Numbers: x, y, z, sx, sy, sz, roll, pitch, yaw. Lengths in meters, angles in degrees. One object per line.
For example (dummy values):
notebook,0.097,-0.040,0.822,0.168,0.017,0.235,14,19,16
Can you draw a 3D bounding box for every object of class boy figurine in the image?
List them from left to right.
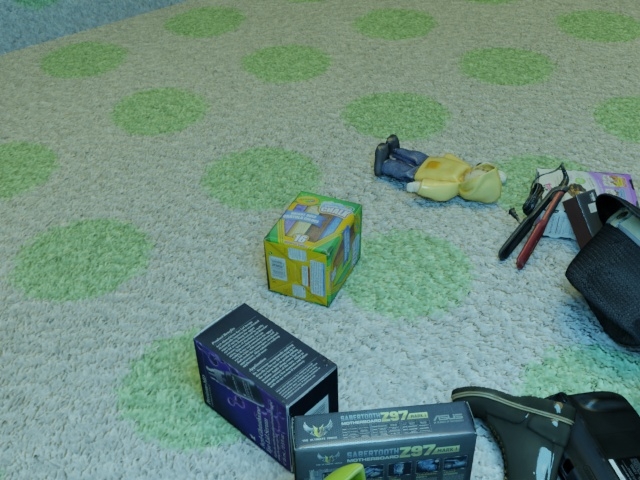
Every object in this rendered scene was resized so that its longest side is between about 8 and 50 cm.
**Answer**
boy figurine,0.255,-0.146,1.663,0.285,0.092,0.177,21,40,31

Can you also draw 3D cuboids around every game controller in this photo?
game controller,0.425,0.335,1.061,0.166,0.067,0.319,4,36,-17

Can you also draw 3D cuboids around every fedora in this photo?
fedora,0.519,0.079,1.266,0.152,0.334,0.334,-38,40,8

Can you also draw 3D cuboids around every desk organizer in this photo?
desk organizer,0.519,-0.027,1.467,0.047,0.050,0.130,-17,84,-19

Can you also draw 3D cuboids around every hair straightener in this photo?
hair straightener,0.408,-0.058,1.487,0.089,0.047,0.230,27,83,35

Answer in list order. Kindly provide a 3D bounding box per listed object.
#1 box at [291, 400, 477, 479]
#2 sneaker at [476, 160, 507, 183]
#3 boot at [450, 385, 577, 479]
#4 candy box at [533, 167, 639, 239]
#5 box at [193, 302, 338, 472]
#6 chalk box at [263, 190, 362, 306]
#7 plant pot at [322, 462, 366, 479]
box,0.081,0.301,1.004,0.232,0.183,0.059,-5,38,-4
sneaker,0.378,-0.151,1.711,0.037,0.032,0.083,-28,44,-30
boot,0.263,0.292,1.107,0.198,0.077,0.137,-3,64,50
candy box,0.544,-0.073,1.571,0.196,0.070,0.165,6,38,9
box,-0.081,0.217,1.146,0.207,0.153,0.108,28,46,34
chalk box,0.000,0.000,1.444,0.132,0.132,0.213,14,41,20
plant pot,0.038,0.403,0.846,0.228,0.227,0.207,-32,41,-33
